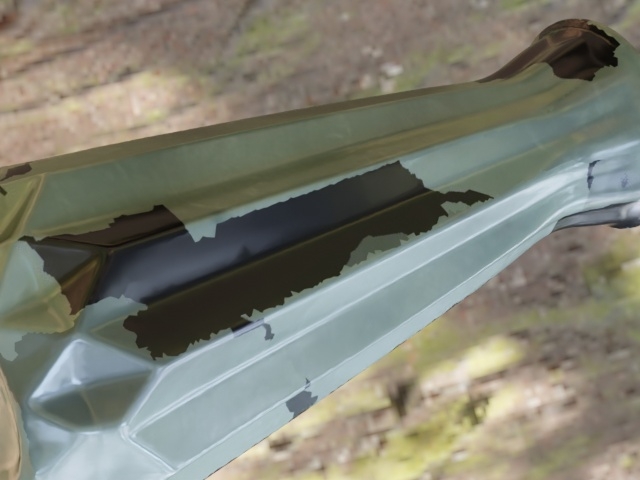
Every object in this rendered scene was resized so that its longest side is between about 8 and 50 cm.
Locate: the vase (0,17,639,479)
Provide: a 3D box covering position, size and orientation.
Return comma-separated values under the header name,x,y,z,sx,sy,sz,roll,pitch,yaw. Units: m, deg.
name,x,y,z,sx,sy,sz,roll,pitch,yaw
vase,0.000,0.000,0.818,0.360,0.165,0.165,-22,162,-28
